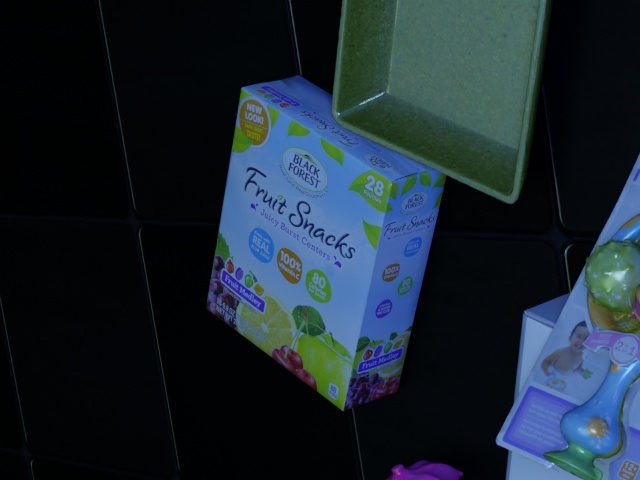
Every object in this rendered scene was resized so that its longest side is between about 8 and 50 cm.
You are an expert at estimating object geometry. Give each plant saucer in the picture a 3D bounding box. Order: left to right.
[{"bbox_3d":[0.095,-0.146,1.379,0.188,0.045,0.188,27,122,39],"label":"plant saucer"}]

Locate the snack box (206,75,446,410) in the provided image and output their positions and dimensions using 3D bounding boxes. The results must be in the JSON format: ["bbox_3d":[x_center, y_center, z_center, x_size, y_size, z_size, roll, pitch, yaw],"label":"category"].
[{"bbox_3d":[0.000,0.000,1.517,0.174,0.070,0.207,33,124,37],"label":"snack box"}]

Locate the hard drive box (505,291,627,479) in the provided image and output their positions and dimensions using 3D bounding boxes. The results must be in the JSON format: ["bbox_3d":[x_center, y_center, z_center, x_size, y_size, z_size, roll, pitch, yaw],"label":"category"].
[{"bbox_3d":[0.221,0.171,1.319,0.181,0.089,0.232,25,121,40],"label":"hard drive box"}]

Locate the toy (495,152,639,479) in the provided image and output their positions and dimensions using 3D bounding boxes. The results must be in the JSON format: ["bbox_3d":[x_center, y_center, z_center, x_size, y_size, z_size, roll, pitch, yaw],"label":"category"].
[{"bbox_3d":[0.206,0.041,1.220,0.137,0.056,0.237,21,84,40],"label":"toy"}]

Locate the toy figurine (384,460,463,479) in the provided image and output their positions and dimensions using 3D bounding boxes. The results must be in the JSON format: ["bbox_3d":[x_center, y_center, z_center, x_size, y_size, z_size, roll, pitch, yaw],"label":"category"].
[{"bbox_3d":[0.094,0.250,1.487,0.173,0.130,0.159,57,-165,-63],"label":"toy figurine"}]
